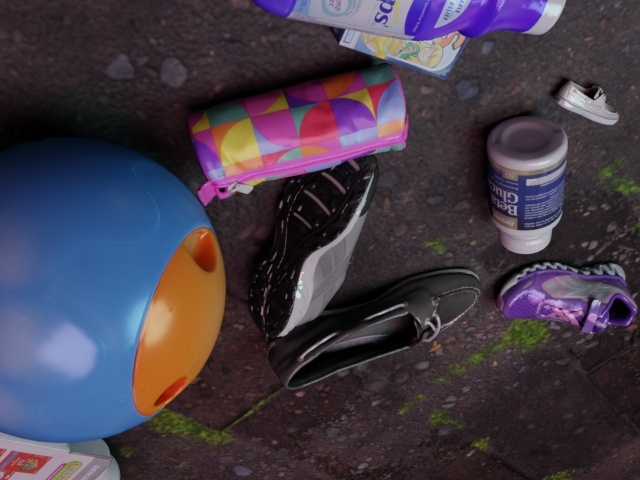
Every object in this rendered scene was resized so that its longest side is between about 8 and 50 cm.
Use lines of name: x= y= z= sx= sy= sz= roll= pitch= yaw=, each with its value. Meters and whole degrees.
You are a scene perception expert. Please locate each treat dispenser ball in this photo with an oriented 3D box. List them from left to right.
treat dispenser ball: x=-0.235 y=0.046 z=0.657 sx=0.288 sy=0.288 sz=0.288 roll=-10 pitch=133 yaw=-11

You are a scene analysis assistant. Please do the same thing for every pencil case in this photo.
pencil case: x=-0.023 y=-0.112 z=0.722 sx=0.236 sy=0.104 sz=0.104 roll=-18 pitch=134 yaw=-4

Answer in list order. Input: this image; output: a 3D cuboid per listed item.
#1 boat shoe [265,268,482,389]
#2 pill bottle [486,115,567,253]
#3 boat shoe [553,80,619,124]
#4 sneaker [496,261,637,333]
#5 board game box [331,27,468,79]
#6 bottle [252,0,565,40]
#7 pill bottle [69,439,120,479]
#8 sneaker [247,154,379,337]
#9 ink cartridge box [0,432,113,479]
boat shoe: x=0.087 y=0.135 z=0.987 sx=0.335 sy=0.096 sz=0.112 roll=-15 pitch=134 yaw=-6
pill bottle: x=0.261 y=-0.064 z=0.867 sx=0.094 sy=0.094 sz=0.169 roll=-19 pitch=134 yaw=-3
boat shoe: x=0.334 y=-0.172 z=0.838 sx=0.100 sy=0.035 sz=0.035 roll=15 pitch=128 yaw=-22
sneaker: x=0.389 y=0.097 z=1.054 sx=0.236 sy=0.105 sz=0.095 roll=-3 pitch=133 yaw=-16
board game box: x=0.113 y=-0.269 z=0.668 sx=0.136 sy=0.035 sz=0.201 roll=10 pitch=127 yaw=-26
bottle: x=0.080 y=-0.236 z=0.596 sx=0.282 sy=0.092 sz=0.118 roll=5 pitch=127 yaw=-19
pill bottle: x=-0.361 y=0.382 z=1.046 sx=0.107 sy=0.108 sz=0.180 roll=-2 pitch=131 yaw=-18
sneaker: x=0.000 y=0.000 z=0.848 sx=0.108 sy=0.100 sz=0.272 roll=-8 pitch=135 yaw=-47
ink cartridge box: x=-0.478 y=0.299 z=0.914 sx=0.309 sy=0.130 sz=0.271 roll=-43 pitch=132 yaw=20
